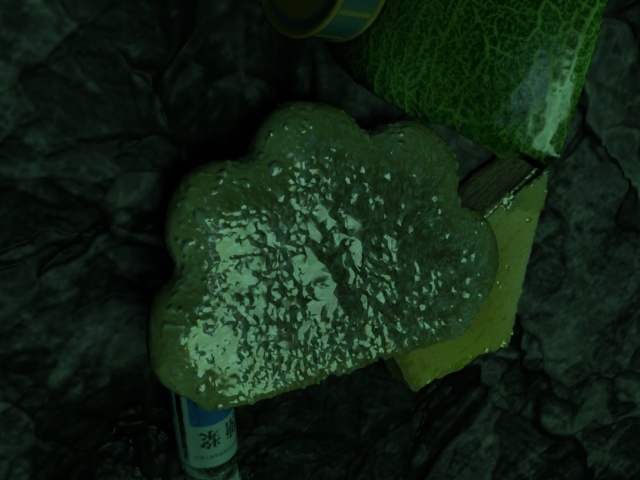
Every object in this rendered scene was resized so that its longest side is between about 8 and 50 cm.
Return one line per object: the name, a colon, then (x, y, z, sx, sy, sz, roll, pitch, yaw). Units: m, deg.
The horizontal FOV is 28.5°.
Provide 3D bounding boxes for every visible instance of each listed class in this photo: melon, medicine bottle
melon: (0.092, -0.173, 0.801, 0.129, 0.265, 0.169, 19, 110, -11)
medicine bottle: (-0.092, 0.123, 0.975, 0.051, 0.051, 0.191, -19, 128, -22)

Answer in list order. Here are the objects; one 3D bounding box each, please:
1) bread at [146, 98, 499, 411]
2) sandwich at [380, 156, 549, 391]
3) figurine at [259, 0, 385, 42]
bread: (0.000, 0.000, 0.908, 0.286, 0.056, 0.207, -20, 105, -22)
sandwich: (0.125, 0.037, 1.057, 0.193, 0.058, 0.162, -39, 133, -8)
figurine: (-0.083, -0.199, 0.707, 0.275, 0.158, 0.161, -1, 158, -34)
